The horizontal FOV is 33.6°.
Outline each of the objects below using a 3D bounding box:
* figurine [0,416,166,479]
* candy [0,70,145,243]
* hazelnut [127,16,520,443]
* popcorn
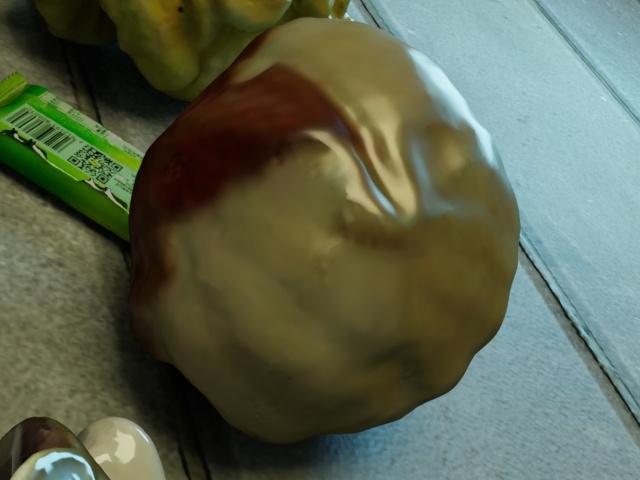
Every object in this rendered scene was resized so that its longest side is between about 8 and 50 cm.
[{"bbox_3d":[-0.037,0.187,0.366,0.388,0.248,0.276,16,37,-11],"label":"figurine"},{"bbox_3d":[-0.165,-0.054,0.749,0.178,0.032,0.102,32,28,-2],"label":"candy"},{"bbox_3d":[0.000,0.000,0.668,0.261,0.241,0.261,12,67,-30],"label":"hazelnut"},{"bbox_3d":[-0.103,-0.265,0.895,0.316,0.281,0.297,-2,61,-27],"label":"popcorn"}]
